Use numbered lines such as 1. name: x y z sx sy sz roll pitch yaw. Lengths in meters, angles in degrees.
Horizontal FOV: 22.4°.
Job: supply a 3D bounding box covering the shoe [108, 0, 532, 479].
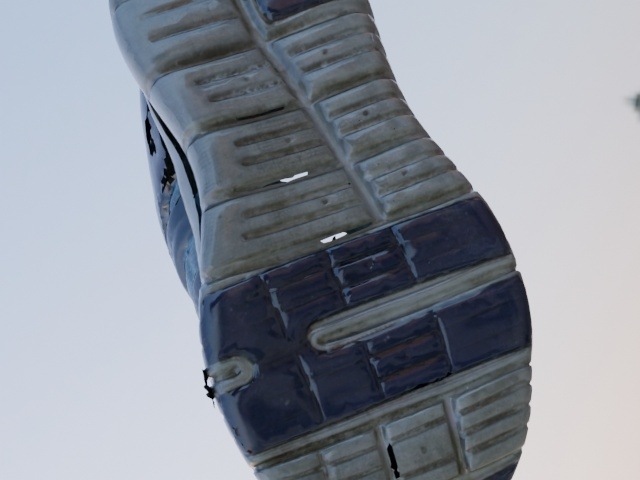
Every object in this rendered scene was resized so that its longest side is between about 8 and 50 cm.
1. shoe: 0.000 0.000 0.492 0.106 0.092 0.207 77 173 -62
